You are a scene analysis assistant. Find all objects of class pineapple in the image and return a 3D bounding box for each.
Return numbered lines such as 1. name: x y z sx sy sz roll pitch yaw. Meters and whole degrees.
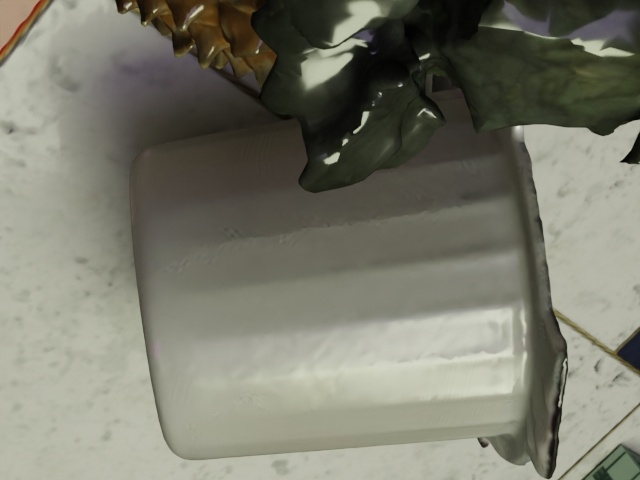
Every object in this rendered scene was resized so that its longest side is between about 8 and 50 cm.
1. pineapple: 0.020 -0.131 0.440 0.223 0.357 0.222 -15 130 -19

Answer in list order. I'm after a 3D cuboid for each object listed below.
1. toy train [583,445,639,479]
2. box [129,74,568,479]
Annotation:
1. toy train: 0.226 0.295 1.055 0.051 0.052 0.234 32 107 -35
2. box: 0.000 0.000 0.636 0.207 0.262 0.291 -8 90 -6
